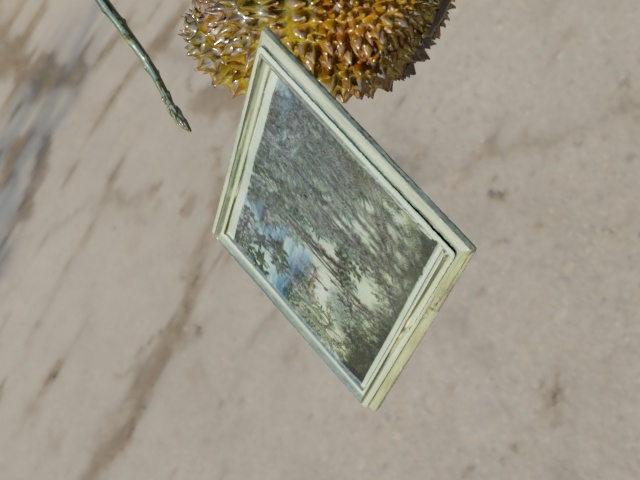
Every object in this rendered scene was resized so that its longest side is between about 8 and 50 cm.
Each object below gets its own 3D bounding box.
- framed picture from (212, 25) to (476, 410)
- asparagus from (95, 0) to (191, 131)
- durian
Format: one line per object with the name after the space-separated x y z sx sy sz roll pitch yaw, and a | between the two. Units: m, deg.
0.000 0.000 0.641 0.011 0.142 0.183 -34 -17 -28 | framed picture
-0.176 -0.177 1.300 0.016 0.162 0.016 -26 10 34 | asparagus
-0.001 -0.156 0.767 0.137 0.168 0.158 -83 -5 -50 | durian
